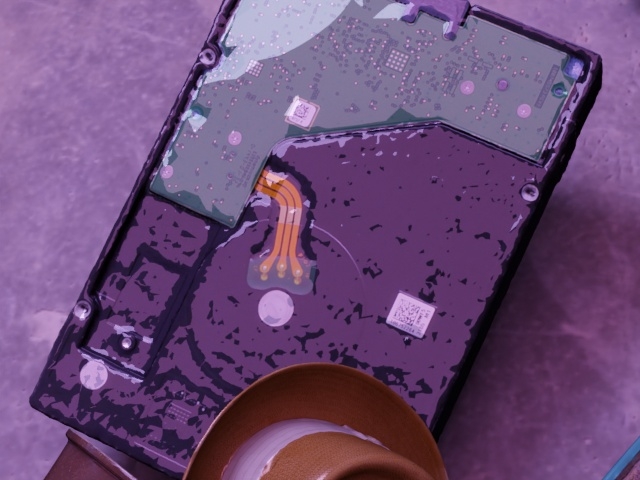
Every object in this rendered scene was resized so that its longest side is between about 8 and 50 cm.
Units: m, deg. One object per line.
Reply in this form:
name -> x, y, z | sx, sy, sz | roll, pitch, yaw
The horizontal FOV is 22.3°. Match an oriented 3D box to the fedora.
fedora -> 0.016, 0.158, 0.857 | 0.079, 0.194, 0.194 | 3, 52, 53

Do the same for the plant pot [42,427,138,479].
plant pot -> -0.131, 0.221, 0.923 | 0.167, 0.167, 0.165 | 33, 77, 28

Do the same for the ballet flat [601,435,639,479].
ballet flat -> 0.140, 0.218, 0.896 | 0.316, 0.107, 0.106 | -41, 72, -13

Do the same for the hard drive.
hard drive -> 0.000, 0.000, 0.999 | 0.237, 0.064, 0.339 | 23, 84, 13
